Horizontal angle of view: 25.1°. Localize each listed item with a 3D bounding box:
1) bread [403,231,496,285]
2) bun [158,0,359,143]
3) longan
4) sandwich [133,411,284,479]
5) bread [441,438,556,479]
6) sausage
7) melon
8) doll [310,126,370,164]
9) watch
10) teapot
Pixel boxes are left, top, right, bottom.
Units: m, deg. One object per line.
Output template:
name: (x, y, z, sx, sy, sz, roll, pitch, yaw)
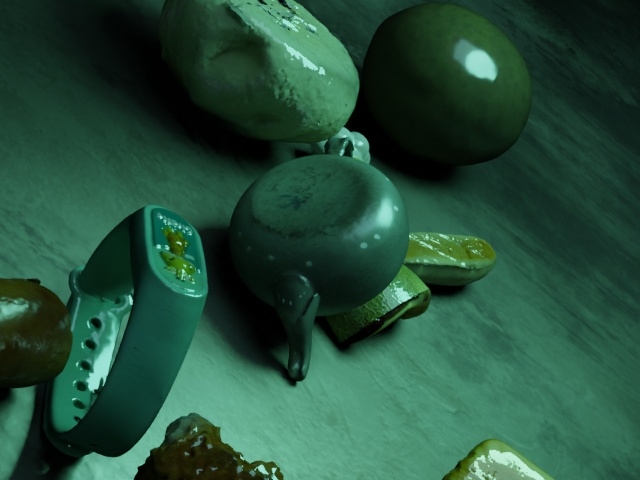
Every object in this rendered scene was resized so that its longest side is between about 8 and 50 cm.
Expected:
bread: (0.137, 0.027, 1.769, 0.214, 0.053, 0.073, 3, 43, -44)
bun: (-0.080, -0.222, 1.736, 0.273, 0.168, 0.273, 35, 21, -15)
longan: (0.177, -0.213, 1.966, 0.248, 0.248, 0.248, 29, 32, -20)
sandwich: (-0.029, 0.263, 1.160, 0.301, 0.162, 0.250, 51, 27, 10)
bread: (0.247, 0.327, 1.433, 0.305, 0.091, 0.142, 36, 45, 7)
sausage: (-0.314, 0.087, 1.119, 0.109, 0.109, 0.270, 51, 32, 15)
melon: (0.056, 0.046, 1.622, 0.128, 0.079, 0.160, 49, 31, 10)
doll: (0.038, -0.077, 1.781, 0.106, 0.062, 0.162, 23, 35, -37)
watch: (-0.167, 0.074, 1.221, 0.068, 0.195, 0.237, 25, 24, -24)
teapot: (0.000, 0.000, 1.537, 0.193, 0.129, 0.294, 3, 43, 14)
